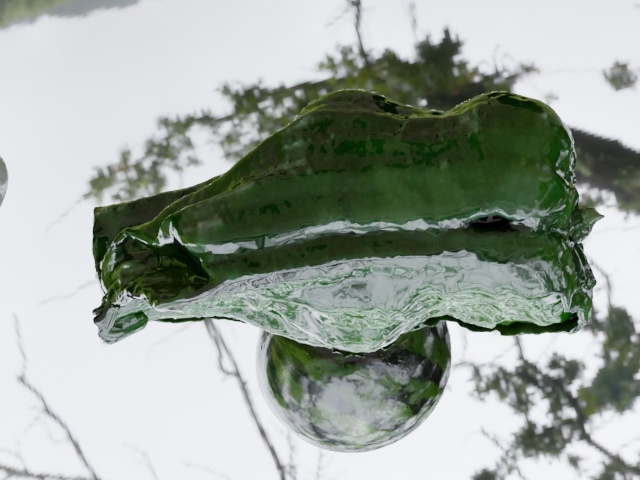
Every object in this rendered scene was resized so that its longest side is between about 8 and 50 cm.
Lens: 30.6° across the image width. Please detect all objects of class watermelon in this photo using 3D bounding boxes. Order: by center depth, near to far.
[{"bbox_3d":[0.044,0.153,1.639,0.285,0.285,0.285,-17,-162,5],"label":"watermelon"}]

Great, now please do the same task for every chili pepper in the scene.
[{"bbox_3d":[-0.002,-0.011,0.810,0.385,0.167,0.213,-7,156,14],"label":"chili pepper"}]

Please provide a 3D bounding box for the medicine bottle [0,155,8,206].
[{"bbox_3d":[-0.322,-0.090,0.778,0.139,0.237,0.139,-17,-132,19],"label":"medicine bottle"}]
